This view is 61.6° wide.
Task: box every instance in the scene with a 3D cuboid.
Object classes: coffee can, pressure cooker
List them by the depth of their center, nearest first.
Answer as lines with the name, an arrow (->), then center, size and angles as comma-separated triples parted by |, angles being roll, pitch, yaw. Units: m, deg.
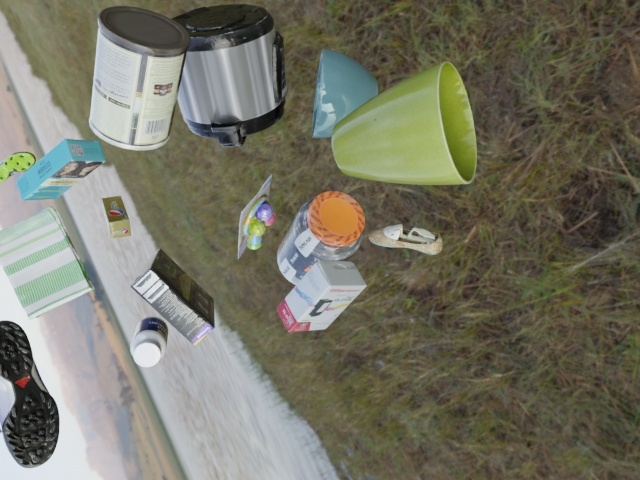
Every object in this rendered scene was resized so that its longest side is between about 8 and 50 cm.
coffee can -> -0.443, -0.388, 1.299 | 0.201, 0.202, 0.275 | 53, 135, 30
pressure cooker -> -0.306, -0.533, 1.791 | 0.376, 0.370, 0.420 | 26, 138, 35

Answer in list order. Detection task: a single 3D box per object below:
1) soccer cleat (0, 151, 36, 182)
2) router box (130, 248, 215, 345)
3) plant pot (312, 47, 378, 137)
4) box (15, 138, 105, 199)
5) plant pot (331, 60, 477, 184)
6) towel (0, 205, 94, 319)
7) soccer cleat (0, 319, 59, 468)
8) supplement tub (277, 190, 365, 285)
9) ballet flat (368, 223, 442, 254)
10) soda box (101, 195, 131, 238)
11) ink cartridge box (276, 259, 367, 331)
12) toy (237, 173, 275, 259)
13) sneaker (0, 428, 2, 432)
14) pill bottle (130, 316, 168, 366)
soccer cleat -> -0.891, -0.223, 1.563 | 0.060, 0.179, 0.072 | 56, -153, -30
router box -> -0.426, 0.157, 1.588 | 0.243, 0.081, 0.309 | 47, 178, -14
plant pot -> 0.085, -0.480, 1.801 | 0.290, 0.196, 0.289 | -174, 90, -85
box -> -0.675, -0.180, 1.394 | 0.244, 0.101, 0.060 | -25, 82, 31
plant pot -> 0.185, -0.243, 1.269 | 0.294, 0.275, 0.274 | -8, 107, 30
towel -> -0.951, 0.076, 1.831 | 0.324, 0.248, 0.038 | 62, 174, 3
soccer cleat -> -0.643, 0.322, 1.140 | 0.117, 0.109, 0.317 | -10, 97, 49
supplement tub -> 0.000, 0.000, 1.625 | 0.207, 0.207, 0.338 | 60, 154, 14
ballet flat -> 0.238, -0.014, 1.492 | 0.073, 0.207, 0.067 | -77, -6, -46
soda box -> -0.635, -0.075, 1.666 | 0.181, 0.062, 0.058 | 46, 140, 51
ink cartridge box -> 0.002, 0.130, 1.240 | 0.175, 0.128, 0.072 | -50, 54, 31
toy -> -0.153, -0.046, 1.370 | 0.056, 0.136, 0.237 | 31, 149, 3
sneaker -> -0.968, 0.511, 1.495 | 0.232, 0.090, 0.115 | -24, 87, 34
pill bottle -> -0.467, 0.279, 1.468 | 0.169, 0.094, 0.094 | -136, 28, -72
